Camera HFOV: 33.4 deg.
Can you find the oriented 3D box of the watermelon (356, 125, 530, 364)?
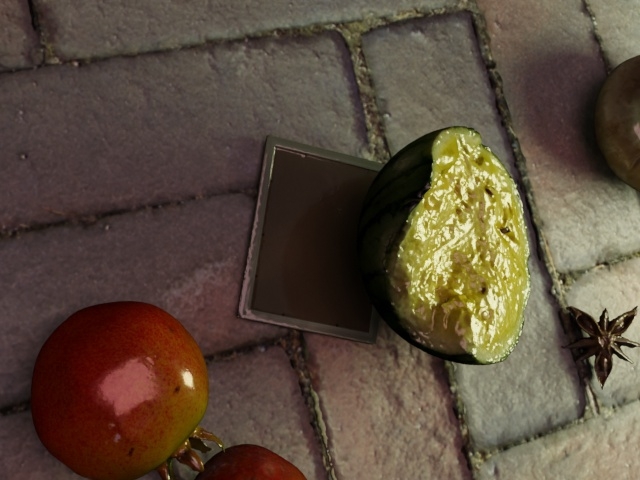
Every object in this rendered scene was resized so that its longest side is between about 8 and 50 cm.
[{"bbox_3d":[0.155,0.007,1.486,0.330,0.189,0.331,17,71,-60],"label":"watermelon"}]

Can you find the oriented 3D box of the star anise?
[{"bbox_3d":[0.433,0.165,1.641,0.124,0.056,0.129,0,83,5],"label":"star anise"}]

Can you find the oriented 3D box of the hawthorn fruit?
[{"bbox_3d":[-0.090,0.347,1.345,0.172,0.173,0.173,4,78,-20],"label":"hawthorn fruit"}]

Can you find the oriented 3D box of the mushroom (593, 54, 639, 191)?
[{"bbox_3d":[0.559,-0.190,1.666,0.243,0.243,0.244,4,78,-20],"label":"mushroom"}]

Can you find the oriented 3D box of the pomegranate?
[{"bbox_3d":[-0.229,0.195,1.307,0.256,0.221,0.221,43,68,-11],"label":"pomegranate"}]

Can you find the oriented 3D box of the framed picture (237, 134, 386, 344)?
[{"bbox_3d":[0.000,0.000,1.532,0.217,0.017,0.275,14,75,-17],"label":"framed picture"}]
